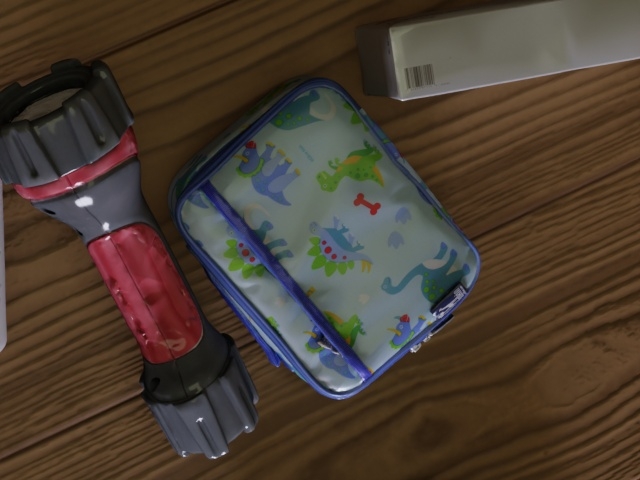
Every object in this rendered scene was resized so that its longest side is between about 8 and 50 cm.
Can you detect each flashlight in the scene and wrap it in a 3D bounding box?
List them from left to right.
[{"bbox_3d":[-0.134,0.022,1.274,0.103,0.103,0.304,-42,120,-33],"label":"flashlight"}]

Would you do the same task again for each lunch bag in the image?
[{"bbox_3d":[0.000,0.000,1.358,0.176,0.090,0.219,-39,104,-4],"label":"lunch bag"}]

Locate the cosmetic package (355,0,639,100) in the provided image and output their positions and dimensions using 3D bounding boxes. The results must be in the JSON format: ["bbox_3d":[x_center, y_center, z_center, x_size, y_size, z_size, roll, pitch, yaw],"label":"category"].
[{"bbox_3d":[0.155,-0.157,1.371,0.239,0.099,0.060,-11,97,-13],"label":"cosmetic package"}]

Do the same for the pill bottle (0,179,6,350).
[{"bbox_3d":[-0.289,-0.031,1.255,0.131,0.131,0.229,-2,97,-14],"label":"pill bottle"}]
